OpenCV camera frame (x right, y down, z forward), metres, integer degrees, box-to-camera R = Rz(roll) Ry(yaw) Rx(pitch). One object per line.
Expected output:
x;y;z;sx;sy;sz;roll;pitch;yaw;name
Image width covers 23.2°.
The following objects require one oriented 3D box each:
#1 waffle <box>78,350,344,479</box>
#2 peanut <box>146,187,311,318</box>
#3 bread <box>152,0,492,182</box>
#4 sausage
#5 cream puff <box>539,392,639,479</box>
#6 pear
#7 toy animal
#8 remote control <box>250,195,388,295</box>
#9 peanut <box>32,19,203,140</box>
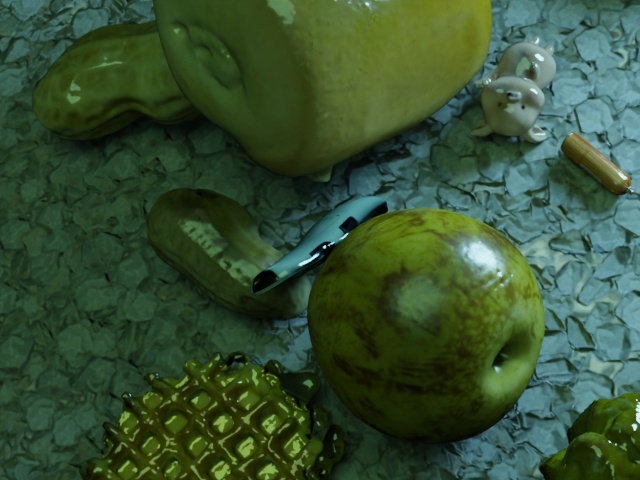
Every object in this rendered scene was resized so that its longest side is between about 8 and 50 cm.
-0.118;0.276;1.831;0.329;0.062;0.329;-5;64;10;waffle
-0.110;0.016;1.920;0.236;0.120;0.110;33;112;17;peanut
0.013;-0.290;1.892;0.376;0.253;0.348;-25;72;-39;bread
0.341;-0.090;1.909;0.031;0.031;0.107;-44;67;-8;sausage
0.345;0.271;1.658;0.244;0.196;0.244;20;52;-27;cream puff
0.114;0.092;1.749;0.281;0.281;0.280;-5;66;10;pear
0.251;-0.189;1.952;0.083;0.089;0.150;15;73;40;toy animal
0.001;0.002;1.852;0.097;0.256;0.045;-30;95;37;remote control
-0.231;-0.214;2.031;0.305;0.147;0.147;-8;65;10;peanut
